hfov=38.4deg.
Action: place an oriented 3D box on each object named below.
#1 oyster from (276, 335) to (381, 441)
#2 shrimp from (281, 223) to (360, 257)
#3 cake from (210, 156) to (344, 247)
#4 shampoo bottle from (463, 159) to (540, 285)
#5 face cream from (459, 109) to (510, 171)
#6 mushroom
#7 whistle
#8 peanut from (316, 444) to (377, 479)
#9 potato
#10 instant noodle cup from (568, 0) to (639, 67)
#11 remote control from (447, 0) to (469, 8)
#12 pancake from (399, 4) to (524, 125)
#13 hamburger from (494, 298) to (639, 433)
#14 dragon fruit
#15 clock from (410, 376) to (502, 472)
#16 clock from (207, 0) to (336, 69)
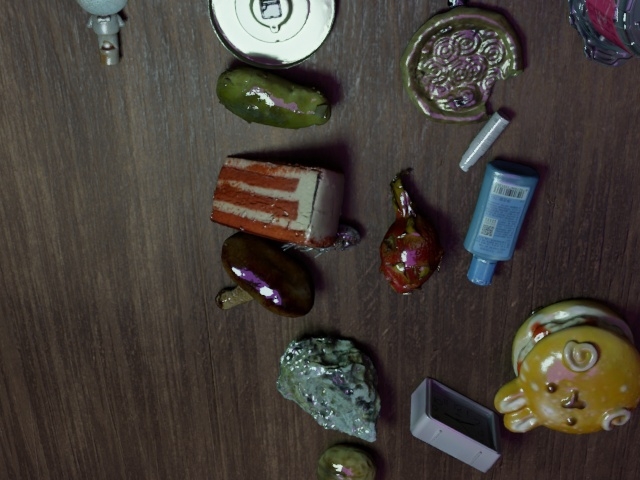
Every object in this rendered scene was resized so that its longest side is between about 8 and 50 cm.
[{"bbox_3d":[0.033,0.315,1.997,0.268,0.112,0.198,23,101,-10],"label":"oyster"},{"bbox_3d":[0.000,0.000,1.880,0.165,0.056,0.065,-12,123,18],"label":"shrimp"},{"bbox_3d":[-0.069,-0.081,1.824,0.262,0.159,0.158,14,94,37],"label":"cake"},{"bbox_3d":[0.345,-0.028,1.810,0.104,0.061,0.258,12,120,0],"label":"shampoo bottle"},{"bbox_3d":[0.307,-0.186,1.743,0.034,0.034,0.130,31,118,-9],"label":"face cream"},{"bbox_3d":[-0.138,0.101,1.934,0.227,0.148,0.217,42,135,-4],"label":"mushroom"},{"bbox_3d":[-0.399,-0.430,1.701,0.107,0.057,0.220,-4,124,-5],"label":"whistle"},{"bbox_3d":[0.062,0.544,2.146,0.140,0.109,0.159,14,132,12],"label":"peanut"},{"bbox_3d":[-0.089,-0.263,1.720,0.225,0.090,0.117,16,158,5],"label":"potato"},{"bbox_3d":[0.550,-0.395,1.490,0.258,0.181,0.302,7,120,-6],"label":"instant noodle cup"},{"bbox_3d":[0.249,-0.453,1.615,0.039,0.014,0.096,9,121,3],"label":"remote control"},{"bbox_3d":[0.256,-0.317,1.681,0.212,0.029,0.235,24,119,-6],"label":"pancake"},{"bbox_3d":[0.505,0.275,1.887,0.303,0.186,0.261,-12,116,17],"label":"hamburger"},{"bbox_3d":[0.172,-0.015,1.820,0.125,0.125,0.246,-13,98,-17],"label":"dragon fruit"},{"bbox_3d":[0.295,0.401,2.006,0.197,0.150,0.063,29,117,-8],"label":"clock"},{"bbox_3d":[-0.088,-0.426,1.670,0.235,0.029,0.235,3,119,6],"label":"clock"}]
